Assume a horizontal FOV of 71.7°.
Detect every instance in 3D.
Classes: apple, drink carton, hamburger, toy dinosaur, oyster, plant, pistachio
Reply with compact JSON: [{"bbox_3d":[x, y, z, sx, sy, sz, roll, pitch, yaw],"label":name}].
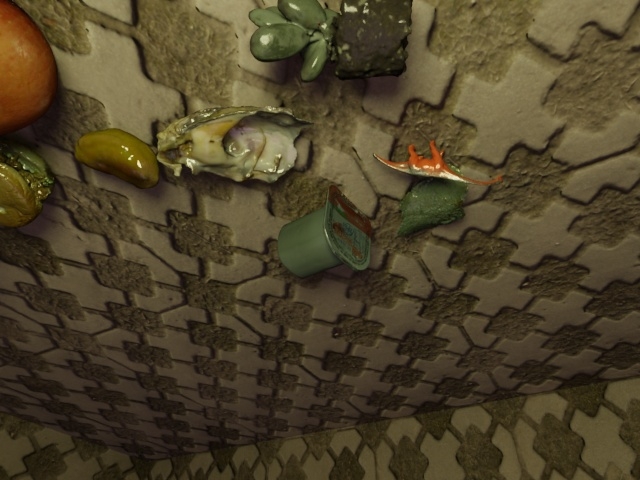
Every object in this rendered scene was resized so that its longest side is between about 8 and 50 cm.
[{"bbox_3d":[-0.606,-0.299,0.765,0.271,0.207,0.252,4,142,-5],"label":"apple"},{"bbox_3d":[0.000,0.000,1.118,0.189,0.191,0.185,-19,138,30],"label":"drink carton"},{"bbox_3d":[-0.727,-0.133,1.021,0.215,0.122,0.189,-27,126,33],"label":"hamburger"},{"bbox_3d":[0.255,-0.166,0.978,0.279,0.102,0.055,3,151,14],"label":"toy dinosaur"},{"bbox_3d":[-0.172,-0.211,0.937,0.271,0.100,0.275,32,118,-34],"label":"oyster"},{"bbox_3d":[0.017,-0.347,0.749,0.274,0.146,0.149,1,120,3],"label":"plant"},{"bbox_3d":[-0.436,-0.186,0.976,0.189,0.100,0.110,22,112,-2],"label":"pistachio"}]

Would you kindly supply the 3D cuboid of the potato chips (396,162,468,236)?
[{"bbox_3d":[0.277,-0.086,1.102,0.166,0.059,0.228,6,139,9],"label":"potato chips"}]
